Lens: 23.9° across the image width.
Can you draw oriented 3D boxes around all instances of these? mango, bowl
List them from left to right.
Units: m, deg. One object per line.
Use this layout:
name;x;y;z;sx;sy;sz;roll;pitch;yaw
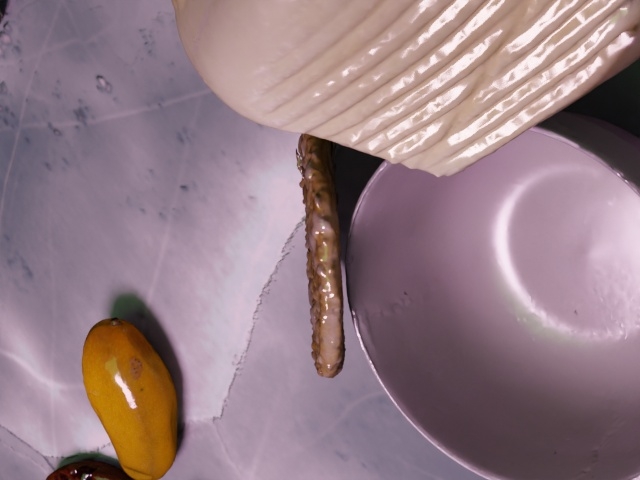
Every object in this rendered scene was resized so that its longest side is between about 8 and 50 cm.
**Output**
mango;-0.182;0.158;1.467;0.098;0.075;0.190;19;127;46
bowl;0.173;0.028;1.102;0.287;0.144;0.287;16;120;29

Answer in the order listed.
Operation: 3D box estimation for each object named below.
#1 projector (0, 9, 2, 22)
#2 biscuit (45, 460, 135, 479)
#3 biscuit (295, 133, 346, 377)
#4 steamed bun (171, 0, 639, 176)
projector;-0.430;-0.321;1.400;0.108;0.108;0.337;-35;88;41
biscuit;-0.227;0.321;1.594;0.192;0.049;0.192;16;123;26
biscuit;0.001;0.000;1.187;0.033;0.220;0.220;-4;113;-1
steamed bun;0.048;-0.220;0.920;0.290;0.273;0.272;-53;35;45
